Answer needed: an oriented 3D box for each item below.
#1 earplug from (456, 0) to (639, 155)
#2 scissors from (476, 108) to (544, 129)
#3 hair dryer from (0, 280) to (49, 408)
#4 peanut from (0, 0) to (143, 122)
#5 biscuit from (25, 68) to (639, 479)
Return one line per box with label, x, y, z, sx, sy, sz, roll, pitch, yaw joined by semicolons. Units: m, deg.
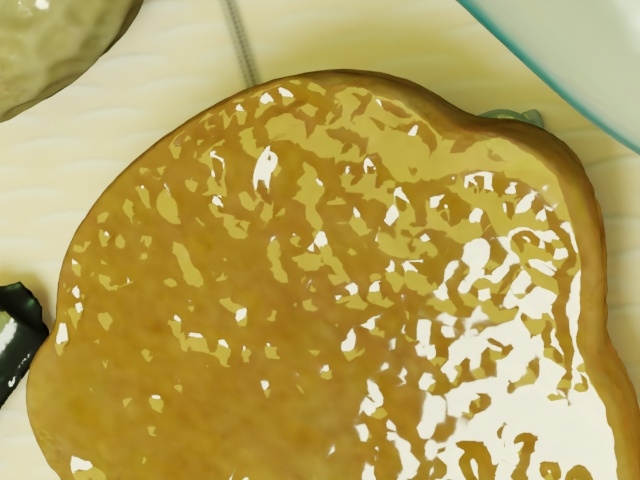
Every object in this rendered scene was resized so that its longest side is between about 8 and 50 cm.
earplug;0.124;-0.133;0.665;0.185;0.185;0.324;-46;77;19
scissors;0.000;0.000;0.794;0.256;0.030;0.125;-28;82;24
hair dryer;-0.285;0.119;0.907;0.244;0.116;0.302;41;95;21
peanut;-0.130;-0.184;0.802;0.120;0.136;0.298;44;110;42
biscuit;0.004;0.098;0.759;0.312;0.057;0.351;-13;92;24
